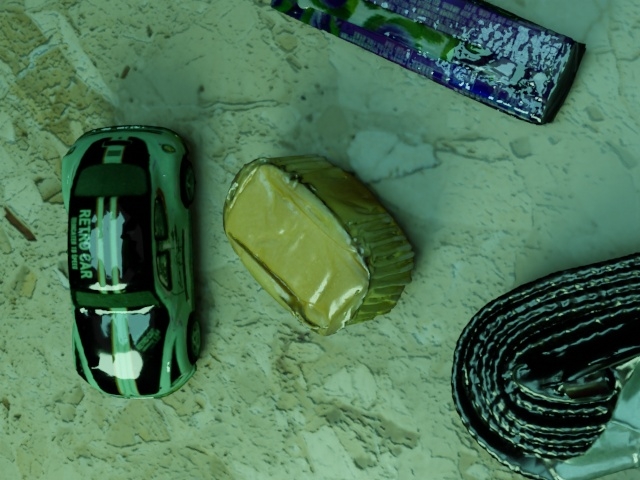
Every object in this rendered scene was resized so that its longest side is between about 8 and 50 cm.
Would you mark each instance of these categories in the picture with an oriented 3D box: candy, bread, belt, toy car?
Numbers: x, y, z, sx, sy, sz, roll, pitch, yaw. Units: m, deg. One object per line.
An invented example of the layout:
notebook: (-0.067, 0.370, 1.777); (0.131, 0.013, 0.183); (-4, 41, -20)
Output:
candy: (0.097, -0.209, 0.922); (0.312, 0.061, 0.088); (29, 107, 19)
bread: (0.000, 0.000, 0.958); (0.190, 0.114, 0.132); (49, 121, 21)
belt: (0.258, 0.104, 0.825); (0.289, 0.164, 0.184); (-22, 77, 24)
toy car: (-0.210, 0.028, 1.025); (0.136, 0.125, 0.306); (-1, 93, 5)
